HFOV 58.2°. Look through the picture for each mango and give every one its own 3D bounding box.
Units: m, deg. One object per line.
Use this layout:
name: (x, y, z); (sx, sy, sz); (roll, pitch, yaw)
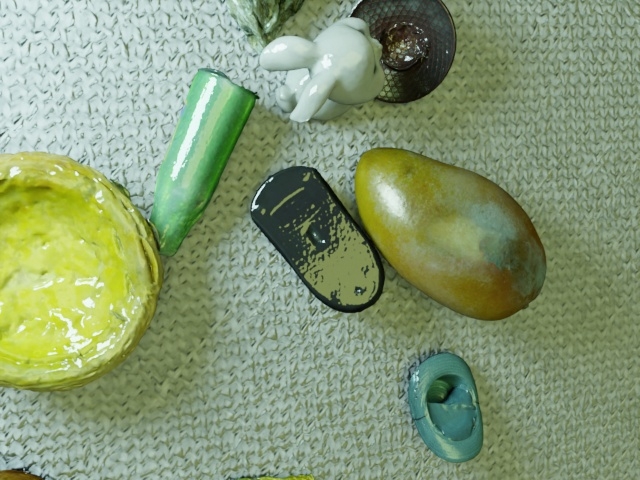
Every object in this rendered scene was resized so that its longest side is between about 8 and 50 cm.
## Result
mango: (0.215, -0.017, 0.966); (0.384, 0.199, 0.221); (41, 91, -1)

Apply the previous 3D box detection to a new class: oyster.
oyster: (-0.092, -0.451, 0.905); (0.198, 0.112, 0.268); (31, 77, -35)

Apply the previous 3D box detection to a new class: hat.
hat: (0.140, -0.337, 0.981); (0.192, 0.082, 0.193); (9, 116, 18)
hat: (0.224, 0.303, 1.052); (0.138, 0.078, 0.191); (-6, 77, -22)

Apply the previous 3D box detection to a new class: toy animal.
toy animal: (0.004, -0.257, 0.897); (0.178, 0.193, 0.128); (-22, 98, -3)

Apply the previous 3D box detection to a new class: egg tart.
egg tart: (-0.402, 0.041, 0.839); (0.345, 0.132, 0.346); (-1, 95, -15)

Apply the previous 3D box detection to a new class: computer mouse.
computer mouse: (0.000, 0.000, 0.962); (0.137, 0.086, 0.270); (-38, 89, 1)

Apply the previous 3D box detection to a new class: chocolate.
chocolate: (-0.200, -0.115, 0.900); (0.110, 0.110, 0.291); (23, 91, -15)

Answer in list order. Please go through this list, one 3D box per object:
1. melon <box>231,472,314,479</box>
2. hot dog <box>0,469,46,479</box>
melon: (-0.099, 0.451, 0.992); (0.261, 0.053, 0.114); (14, 83, -15)
hot dog: (-0.519, 0.412, 0.858); (0.226, 0.099, 0.161); (8, 92, -12)
